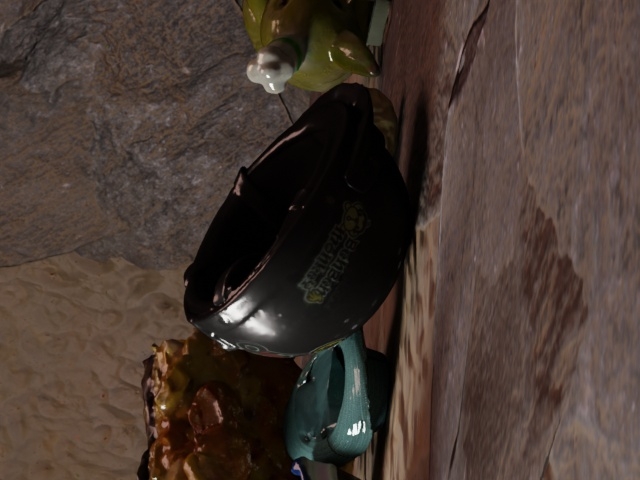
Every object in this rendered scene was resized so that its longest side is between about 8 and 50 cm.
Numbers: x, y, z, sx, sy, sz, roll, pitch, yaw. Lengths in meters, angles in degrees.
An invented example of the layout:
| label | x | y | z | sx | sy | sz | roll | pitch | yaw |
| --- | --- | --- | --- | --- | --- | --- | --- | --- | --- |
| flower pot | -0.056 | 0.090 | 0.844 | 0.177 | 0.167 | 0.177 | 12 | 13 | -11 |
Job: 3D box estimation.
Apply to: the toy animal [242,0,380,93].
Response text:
| label | x | y | z | sx | sy | sz | roll | pitch | yaw |
| --- | --- | --- | --- | --- | --- | --- | --- | --- | --- |
| toy animal | -0.011 | -0.278 | 2.315 | 0.363 | 0.181 | 0.180 | -109 | 14 | -85 |

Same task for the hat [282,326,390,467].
| label | x | y | z | sx | sy | sz | roll | pitch | yaw |
| --- | --- | --- | --- | --- | --- | --- | --- | --- | --- |
| hat | 0.032 | 0.154 | 1.835 | 0.191 | 0.078 | 0.138 | 129 | 142 | -49 |

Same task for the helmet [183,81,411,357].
| label | x | y | z | sx | sy | sz | roll | pitch | yaw |
| --- | --- | --- | --- | --- | --- | --- | --- | --- | --- |
| helmet | 0.000 | 0.000 | 1.751 | 0.279 | 0.160 | 0.230 | -52 | 18 | -5 |

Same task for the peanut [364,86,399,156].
| label | x | y | z | sx | sy | sz | roll | pitch | yaw |
| --- | --- | --- | --- | --- | --- | --- | --- | --- | --- |
| peanut | 0.041 | -0.082 | 1.959 | 0.187 | 0.082 | 0.082 | 98 | 175 | -47 |

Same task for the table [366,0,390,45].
| label | x | y | z | sx | sy | sz | roll | pitch | yaw |
| --- | --- | --- | --- | --- | --- | --- | --- | --- | --- |
| table | 0.058 | -0.346 | 2.186 | 0.175 | 0.062 | 0.146 | 103 | 172 | -46 |

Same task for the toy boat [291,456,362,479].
| label | x | y | z | sx | sy | sz | roll | pitch | yaw |
| --- | --- | --- | --- | --- | --- | --- | --- | --- | --- |
| toy boat | -0.009 | 0.340 | 1.832 | 0.114 | 0.115 | 0.262 | -99 | 15 | -74 |

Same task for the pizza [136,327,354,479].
| label | x | y | z | sx | sy | sz | roll | pitch | yaw |
| --- | --- | --- | --- | --- | --- | --- | --- | --- | --- |
| pizza | -0.075 | 0.213 | 1.938 | 0.409 | 0.114 | 0.277 | -25 | -92 | -60 |
